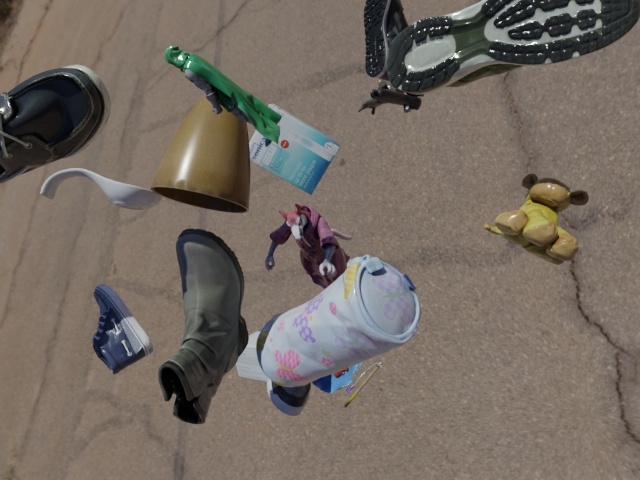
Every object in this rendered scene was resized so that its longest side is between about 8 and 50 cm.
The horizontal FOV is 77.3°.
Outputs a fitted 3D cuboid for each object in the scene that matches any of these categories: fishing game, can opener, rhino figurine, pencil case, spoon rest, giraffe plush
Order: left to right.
[{"bbox_3d":[-0.555,-0.133,1.033,0.277,0.137,0.083,6,82,-11],"label":"spoon rest"},{"bbox_3d":[0.012,0.128,0.581,0.124,0.114,0.273,52,133,3],"label":"pencil case"},{"bbox_3d":[0.031,0.288,1.019,0.189,0.041,0.264,-48,37,4],"label":"fishing game"},{"bbox_3d":[0.230,-0.506,1.354,0.243,0.106,0.073,-35,85,10],"label":"rhino figurine"},{"bbox_3d":[0.201,-0.377,1.054,0.059,0.186,0.073,8,104,54],"label":"can opener"},{"bbox_3d":[0.487,-0.062,0.876,0.182,0.210,0.170,32,92,2],"label":"giraffe plush"}]

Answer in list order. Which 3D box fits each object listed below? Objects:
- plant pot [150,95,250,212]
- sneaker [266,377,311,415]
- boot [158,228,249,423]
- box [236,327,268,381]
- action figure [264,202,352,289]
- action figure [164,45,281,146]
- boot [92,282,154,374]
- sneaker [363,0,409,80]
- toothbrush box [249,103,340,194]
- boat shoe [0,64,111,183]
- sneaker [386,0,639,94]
[{"bbox_3d":[-0.275,-0.219,1.012,0.237,0.237,0.253,5,81,35],"label":"plant pot"},{"bbox_3d":[-0.048,0.265,0.941,0.268,0.102,0.152,-86,20,-67],"label":"sneaker"},{"bbox_3d":[-0.165,0.121,0.547,0.084,0.246,0.161,0,29,13],"label":"boot"},{"bbox_3d":[-0.164,0.368,1.328,0.182,0.181,0.118,-9,97,43],"label":"box"},{"bbox_3d":[0.000,0.000,1.124,0.248,0.370,0.275,14,61,29],"label":"action figure"},{"bbox_3d":[-0.176,-0.267,0.731,0.063,0.232,0.137,-43,32,19],"label":"action figure"},{"bbox_3d":[-0.428,0.173,0.807,0.190,0.086,0.069,44,138,17],"label":"boot"},{"bbox_3d":[0.196,-0.579,1.105,0.107,0.124,0.282,7,95,59],"label":"sneaker"},{"bbox_3d":[-0.107,-0.345,1.509,0.216,0.296,0.126,-57,10,16],"label":"toothbrush box"},{"bbox_3d":[-0.327,-0.110,0.430,0.233,0.083,0.079,-20,27,16],"label":"boat shoe"},{"bbox_3d":[0.343,-0.379,0.758,0.411,0.182,0.157,1,102,34],"label":"sneaker"}]
